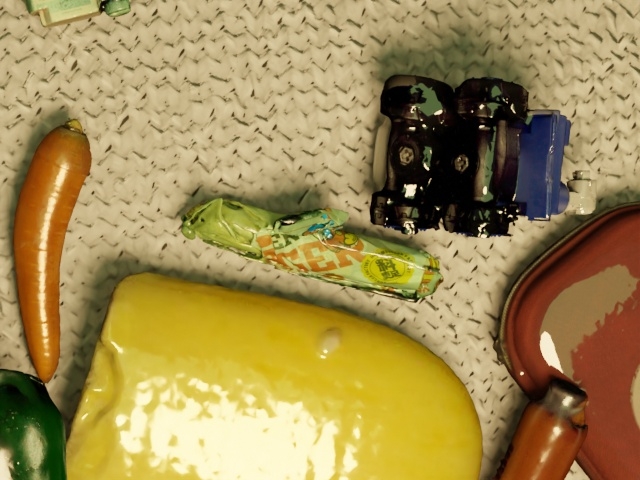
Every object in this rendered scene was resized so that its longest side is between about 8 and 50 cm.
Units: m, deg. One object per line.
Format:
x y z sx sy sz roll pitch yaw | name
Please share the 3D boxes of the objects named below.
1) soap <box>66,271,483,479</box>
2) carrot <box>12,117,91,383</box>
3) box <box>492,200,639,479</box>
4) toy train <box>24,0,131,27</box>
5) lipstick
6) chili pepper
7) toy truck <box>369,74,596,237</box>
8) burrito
-0.043 0.211 1.592 0.427 0.115 0.306 19 84 -10 | soap
-0.281 0.008 1.576 0.062 0.066 0.271 13 92 33 | carrot
0.374 0.158 1.668 0.263 0.108 0.404 -39 98 -7 | box
-0.252 -0.314 1.561 0.125 0.081 0.194 -15 95 -5 | toy train
0.174 0.337 1.609 0.077 0.077 0.418 21 101 -10 | lipstick
-0.350 0.257 1.463 0.233 0.248 0.257 -7 85 -10 | chili pepper
0.162 -0.080 1.587 0.177 0.213 0.161 5 91 -49 | toy truck
0.000 0.000 1.602 0.288 0.104 0.054 14 57 -8 | burrito
